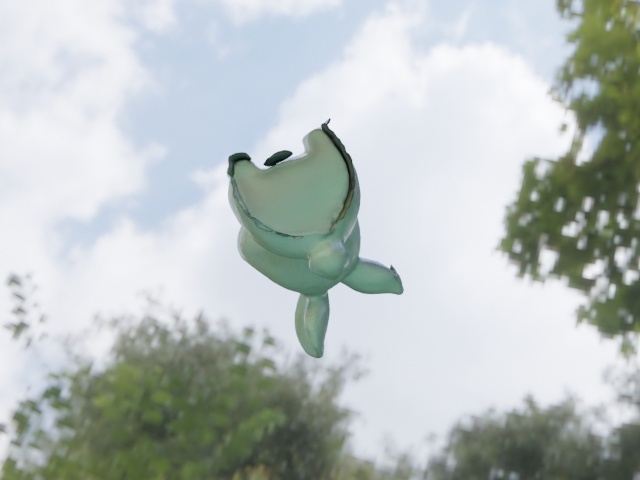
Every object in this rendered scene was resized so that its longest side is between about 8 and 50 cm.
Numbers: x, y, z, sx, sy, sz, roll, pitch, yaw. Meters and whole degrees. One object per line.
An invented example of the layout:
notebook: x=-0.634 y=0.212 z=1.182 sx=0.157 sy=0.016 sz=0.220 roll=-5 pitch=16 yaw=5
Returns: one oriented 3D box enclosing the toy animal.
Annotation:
toy animal: x=-0.004 y=-0.005 z=0.922 sx=0.085 sy=0.071 sz=0.124 roll=47 pitch=-14 yaw=18
